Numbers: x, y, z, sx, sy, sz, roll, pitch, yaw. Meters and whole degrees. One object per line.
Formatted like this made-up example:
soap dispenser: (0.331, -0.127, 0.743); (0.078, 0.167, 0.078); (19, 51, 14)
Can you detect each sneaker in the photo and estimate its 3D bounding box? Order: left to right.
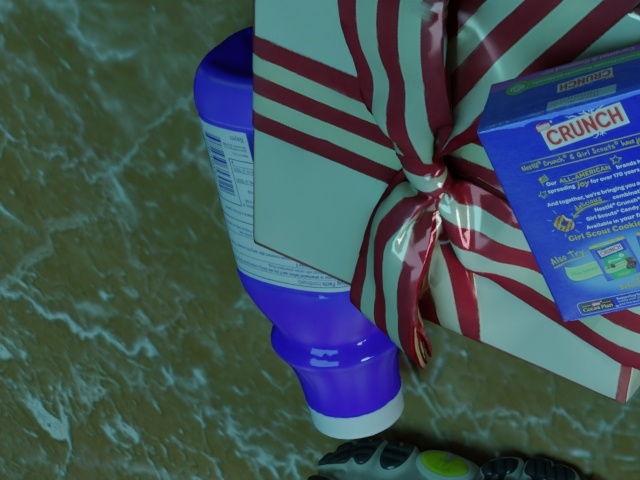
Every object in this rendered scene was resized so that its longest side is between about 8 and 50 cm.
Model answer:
sneaker: (0.117, 0.210, 1.354); (0.275, 0.107, 0.110); (14, 149, 38)

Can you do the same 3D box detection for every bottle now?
bottle: (0.000, 0.000, 1.264); (0.118, 0.092, 0.282); (11, 128, 35)

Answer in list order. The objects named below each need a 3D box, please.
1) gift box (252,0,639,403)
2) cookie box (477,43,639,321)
gift box: (0.123, -0.093, 0.959); (0.276, 0.258, 0.255); (20, 133, 29)
cookie box: (0.129, -0.025, 0.826); (0.092, 0.040, 0.107); (-13, 122, 23)
